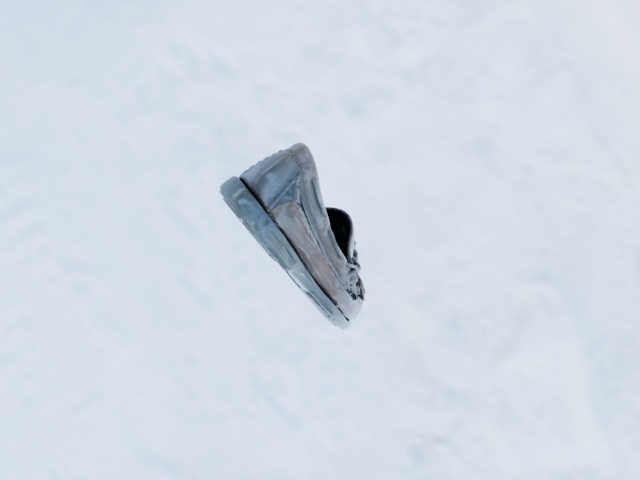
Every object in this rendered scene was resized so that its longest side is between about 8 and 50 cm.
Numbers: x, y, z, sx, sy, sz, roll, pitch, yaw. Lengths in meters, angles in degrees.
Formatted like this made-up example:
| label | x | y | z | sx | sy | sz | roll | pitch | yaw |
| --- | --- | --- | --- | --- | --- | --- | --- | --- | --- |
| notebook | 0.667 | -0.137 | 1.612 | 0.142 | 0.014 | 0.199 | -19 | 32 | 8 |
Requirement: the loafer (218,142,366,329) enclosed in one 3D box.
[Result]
| label | x | y | z | sx | sy | sz | roll | pitch | yaw |
| --- | --- | --- | --- | --- | --- | --- | --- | --- | --- |
| loafer | 0.000 | 0.000 | 1.734 | 0.084 | 0.096 | 0.267 | -41 | 152 | 0 |
